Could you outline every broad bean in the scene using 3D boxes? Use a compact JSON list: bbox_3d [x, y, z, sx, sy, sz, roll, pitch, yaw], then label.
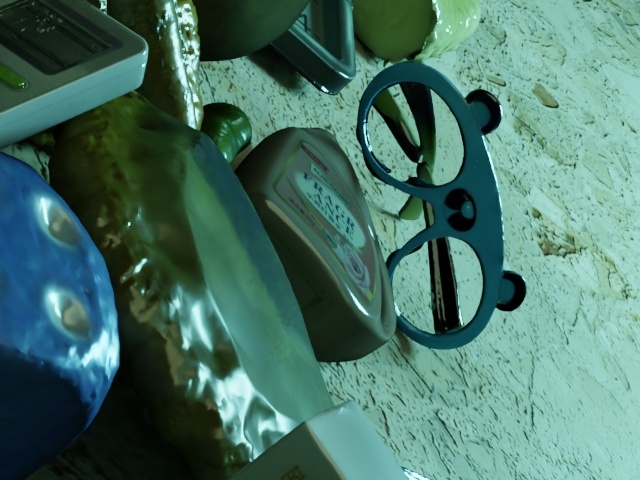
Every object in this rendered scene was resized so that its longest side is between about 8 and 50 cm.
[{"bbox_3d":[-0.082,-0.071,1.446,0.046,0.061,0.195,51,24,-10],"label":"broad bean"}]

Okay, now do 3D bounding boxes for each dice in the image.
[{"bbox_3d":[-0.196,0.041,0.996,0.146,0.143,0.146,30,32,-40],"label":"dice"}]

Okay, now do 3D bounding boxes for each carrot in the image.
[{"bbox_3d":[-0.101,-0.067,1.316,0.049,0.049,0.254,-56,137,-65],"label":"carrot"}]

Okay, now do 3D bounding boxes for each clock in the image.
[{"bbox_3d":[-0.077,-0.278,1.752,0.273,0.049,0.279,40,27,-27],"label":"clock"}]

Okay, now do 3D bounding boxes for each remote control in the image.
[{"bbox_3d":[-0.217,-0.086,1.123,0.103,0.034,0.250,35,41,26],"label":"remote control"}]

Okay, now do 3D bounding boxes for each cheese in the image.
[{"bbox_3d":[0.093,-0.241,1.945,0.123,0.094,0.167,52,24,3],"label":"cheese"}]

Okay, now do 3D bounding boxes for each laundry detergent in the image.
[{"bbox_3d":[0.000,0.000,1.485,0.171,0.076,0.237,52,21,-9],"label":"laundry detergent"}]

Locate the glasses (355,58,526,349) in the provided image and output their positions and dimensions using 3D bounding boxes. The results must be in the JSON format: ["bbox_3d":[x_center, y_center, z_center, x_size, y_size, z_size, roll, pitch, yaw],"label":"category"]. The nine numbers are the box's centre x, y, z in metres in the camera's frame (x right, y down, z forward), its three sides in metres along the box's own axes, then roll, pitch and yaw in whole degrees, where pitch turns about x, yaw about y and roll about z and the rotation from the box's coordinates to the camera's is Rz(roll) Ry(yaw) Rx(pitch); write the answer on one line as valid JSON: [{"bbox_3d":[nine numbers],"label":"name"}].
[{"bbox_3d":[0.070,-0.037,1.602,0.207,0.102,0.239,-156,-127,-66],"label":"glasses"}]

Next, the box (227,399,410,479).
[{"bbox_3d":[-0.037,0.203,0.945,0.149,0.233,0.067,56,24,12],"label":"box"}]

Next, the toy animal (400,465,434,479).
[{"bbox_3d":[0.057,0.240,1.122,0.255,0.176,0.239,-5,96,-76],"label":"toy animal"}]

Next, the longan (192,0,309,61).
[{"bbox_3d":[-0.094,-0.237,1.508,0.212,0.198,0.198,32,31,-34],"label":"longan"}]

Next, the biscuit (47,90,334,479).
[{"bbox_3d":[-0.060,0.060,1.207,0.335,0.078,0.329,57,11,-36],"label":"biscuit"}]

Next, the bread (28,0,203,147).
[{"bbox_3d":[-0.183,-0.122,1.302,0.271,0.077,0.139,2,84,-56],"label":"bread"}]
